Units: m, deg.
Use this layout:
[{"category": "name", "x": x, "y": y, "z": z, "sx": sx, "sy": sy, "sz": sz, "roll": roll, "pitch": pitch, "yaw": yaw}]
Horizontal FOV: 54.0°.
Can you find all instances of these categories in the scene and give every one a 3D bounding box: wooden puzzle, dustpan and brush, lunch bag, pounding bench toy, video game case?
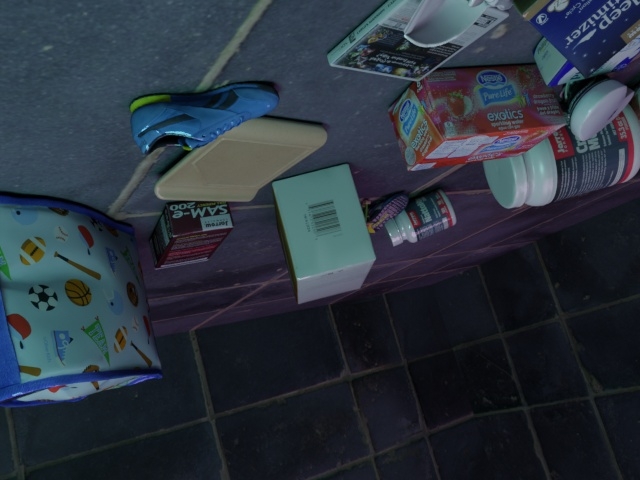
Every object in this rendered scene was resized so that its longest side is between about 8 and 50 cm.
[{"category": "wooden puzzle", "x": -0.138, "y": -0.139, "z": 1.068, "sx": 0.220, "sy": 0.044, "sz": 0.238, "roll": -2, "pitch": 157, "yaw": -44}, {"category": "dustpan and brush", "x": 0.186, "y": -0.290, "z": 0.731, "sx": 0.147, "sy": 0.060, "sz": 0.211, "roll": -56, "pitch": 171, "yaw": 31}, {"category": "lunch bag", "x": -0.469, "y": 0.115, "z": 1.095, "sx": 0.238, "sy": 0.328, "sz": 0.385, "roll": -18, "pitch": 168, "yaw": 3}, {"category": "pounding bench toy", "x": 0.103, "y": -0.062, "z": 1.611, "sx": 0.052, "sy": 0.065, "sz": 0.083, "roll": -6, "pitch": 163, "yaw": -37}, {"category": "video game case", "x": 0.131, "y": -0.277, "z": 0.845, "sx": 0.190, "sy": 0.022, "sz": 0.173, "roll": -5, "pitch": 163, "yaw": -43}]

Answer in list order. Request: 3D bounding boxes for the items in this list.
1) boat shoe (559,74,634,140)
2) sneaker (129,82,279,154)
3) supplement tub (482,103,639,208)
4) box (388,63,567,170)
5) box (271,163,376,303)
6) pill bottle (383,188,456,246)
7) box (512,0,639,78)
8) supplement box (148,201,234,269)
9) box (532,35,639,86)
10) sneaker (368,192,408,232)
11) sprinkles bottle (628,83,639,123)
[{"category": "boat shoe", "x": 0.466, "y": -0.252, "z": 1.091, "sx": 0.301, "sy": 0.102, "sz": 0.108, "roll": -25, "pitch": 152, "yaw": -53}, {"category": "sneaker", "x": -0.151, "y": -0.161, "z": 0.861, "sx": 0.209, "sy": 0.082, "sz": 0.069, "roll": -13, "pitch": 165, "yaw": -19}, {"category": "supplement tub", "x": 0.495, "y": -0.182, "z": 1.299, "sx": 0.272, "sy": 0.191, "sz": 0.191, "roll": -16, "pitch": 167, "yaw": -3}, {"category": "box", "x": 0.262, "y": -0.208, "z": 1.059, "sx": 0.256, "sy": 0.123, "sz": 0.128, "roll": -10, "pitch": 166, "yaw": -24}, {"category": "box", "x": 0.000, "y": 0.000, "z": 1.417, "sx": 0.168, "sy": 0.215, "sz": 0.345, "roll": -14, "pitch": 167, "yaw": -5}, {"category": "pill bottle", "x": 0.261, "y": -0.056, "z": 1.686, "sx": 0.180, "sy": 0.108, "sz": 0.108, "roll": -25, "pitch": 167, "yaw": 1}, {"category": "box", "x": 0.363, "y": -0.297, "z": 0.814, "sx": 0.225, "sy": 0.037, "sz": 0.136, "roll": 18, "pitch": 131, "yaw": -43}, {"category": "supplement box", "x": -0.281, "y": -0.012, "z": 1.341, "sx": 0.130, "sy": 0.073, "sz": 0.239, "roll": -10, "pitch": 167, "yaw": -27}, {"category": "box", "x": 0.418, "y": -0.305, "z": 0.956, "sx": 0.137, "sy": 0.072, "sz": 0.126, "roll": -14, "pitch": 166, "yaw": -6}, {"category": "sneaker", "x": 0.166, "y": -0.083, "z": 1.644, "sx": 0.144, "sy": 0.059, "sz": 0.053, "roll": -38, "pitch": 126, "yaw": 25}, {"category": "sprinkles bottle", "x": 0.693, "y": -0.280, "z": 1.282, "sx": 0.121, "sy": 0.121, "sz": 0.355, "roll": -13, "pitch": 167, "yaw": -13}]
